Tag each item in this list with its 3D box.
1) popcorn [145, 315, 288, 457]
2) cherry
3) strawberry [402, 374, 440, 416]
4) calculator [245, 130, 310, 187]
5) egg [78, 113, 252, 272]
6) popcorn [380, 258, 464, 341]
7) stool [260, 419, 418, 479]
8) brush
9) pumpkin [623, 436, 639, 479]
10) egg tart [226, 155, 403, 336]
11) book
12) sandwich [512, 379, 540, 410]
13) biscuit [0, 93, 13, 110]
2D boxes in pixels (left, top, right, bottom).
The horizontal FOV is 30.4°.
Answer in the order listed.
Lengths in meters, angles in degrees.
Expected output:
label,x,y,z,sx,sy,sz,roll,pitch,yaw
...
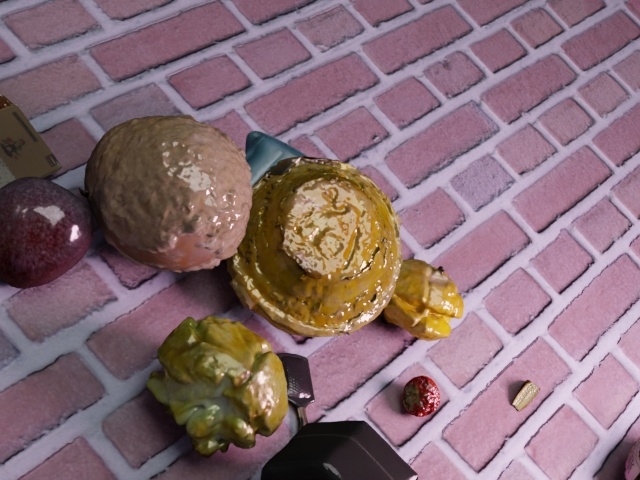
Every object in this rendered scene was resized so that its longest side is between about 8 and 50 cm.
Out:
label,x,y,z,sx,sy,sz,roll,pitch,yaw
popcorn,-0.150,0.218,1.809,0.221,0.184,0.204,43,13,8
cherry,-0.446,-0.016,1.829,0.176,0.140,0.176,9,60,-16
strawberry,0.184,0.274,2.066,0.083,0.073,0.073,13,48,-46
calculator,-0.037,-0.019,2.106,0.386,0.054,0.256,41,67,3
egg,-0.246,-0.080,1.915,0.279,0.279,0.310,-13,38,-40
popcorn,0.181,0.111,2.144,0.148,0.152,0.167,-12,49,-40
stool,0.027,0.387,1.761,0.232,0.232,0.141,44,41,6
brush,-0.033,0.270,1.957,0.063,0.016,0.193,9,50,-27
pumpkin,0.679,0.463,2.168,0.260,0.189,0.260,17,26,-8
egg tart,0.001,-0.001,2.011,0.341,0.132,0.341,5,69,-13
book,-0.534,-0.138,1.919,0.138,0.016,0.198,54,43,2
sandwich,0.393,0.283,2.214,0.031,0.044,0.083,39,41,6
biscuit,-0.594,-0.177,1.931,0.236,0.039,0.180,-31,84,-45
